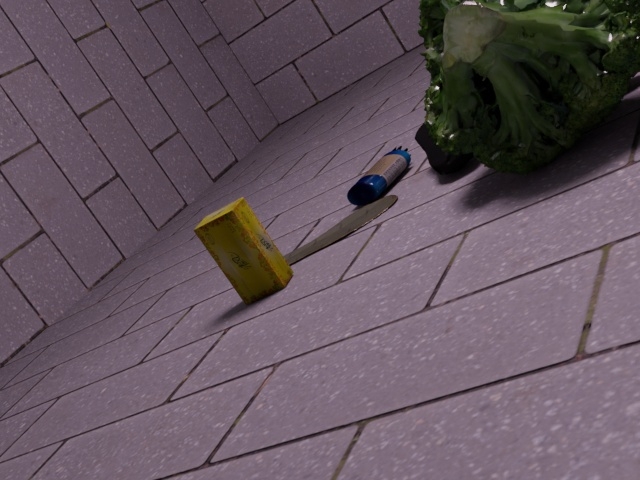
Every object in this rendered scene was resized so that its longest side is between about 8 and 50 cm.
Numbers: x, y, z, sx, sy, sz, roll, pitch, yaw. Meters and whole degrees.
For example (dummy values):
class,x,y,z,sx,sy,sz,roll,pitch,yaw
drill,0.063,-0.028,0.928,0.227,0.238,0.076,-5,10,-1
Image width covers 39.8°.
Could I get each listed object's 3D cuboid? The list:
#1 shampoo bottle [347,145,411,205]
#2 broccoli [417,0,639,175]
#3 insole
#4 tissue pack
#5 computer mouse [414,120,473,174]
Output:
class,x,y,z,sx,sy,sz,roll,pitch,yaw
shampoo bottle,0.131,-0.139,1.842,0.087,0.050,0.183,-24,15,46
broccoli,0.305,-0.279,1.345,0.310,0.321,0.413,-31,44,-25
insole,0.000,0.000,1.734,0.349,0.009,0.119,-29,14,16
tissue pack,-0.139,0.021,1.614,0.095,0.176,0.062,-25,16,25
computer mouse,0.246,-0.191,1.655,0.122,0.074,0.217,-53,24,22
